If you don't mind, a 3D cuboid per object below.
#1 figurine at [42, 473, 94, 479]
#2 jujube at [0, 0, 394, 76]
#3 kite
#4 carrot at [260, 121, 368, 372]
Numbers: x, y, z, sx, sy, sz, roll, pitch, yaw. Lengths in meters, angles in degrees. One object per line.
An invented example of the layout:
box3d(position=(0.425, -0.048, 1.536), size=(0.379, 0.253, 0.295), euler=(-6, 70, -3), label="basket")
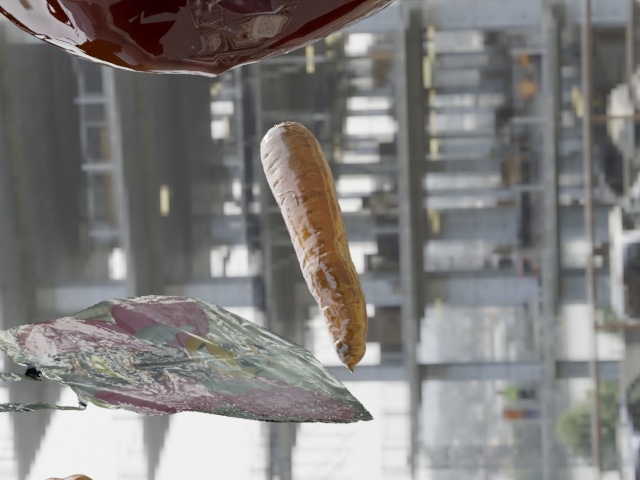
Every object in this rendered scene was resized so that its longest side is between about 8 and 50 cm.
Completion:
box3d(position=(-0.193, 0.253, 1.053), size=(0.382, 0.205, 0.224), euler=(147, 129, -61), label="figurine")
box3d(position=(-0.054, -0.250, 0.633), size=(0.276, 0.277, 0.376), euler=(83, 180, -50), label="jujube")
box3d(position=(-0.147, 0.075, 0.893), size=(0.204, 0.360, 0.022), euler=(28, 114, 46), label="kite")
box3d(position=(0.000, 0.000, 1.388), size=(0.059, 0.059, 0.247), euler=(78, 174, -65), label="carrot")
